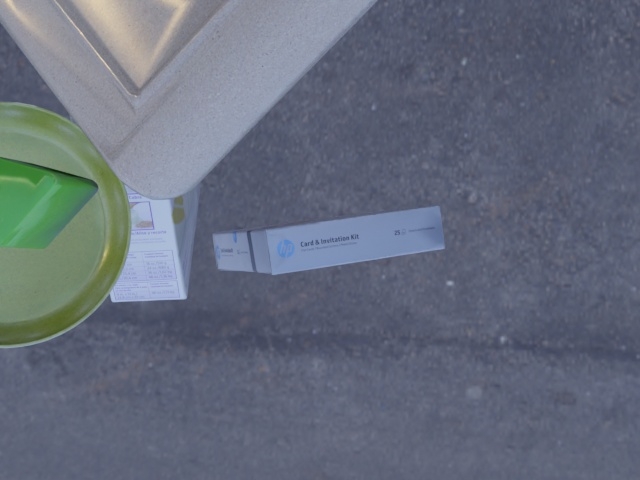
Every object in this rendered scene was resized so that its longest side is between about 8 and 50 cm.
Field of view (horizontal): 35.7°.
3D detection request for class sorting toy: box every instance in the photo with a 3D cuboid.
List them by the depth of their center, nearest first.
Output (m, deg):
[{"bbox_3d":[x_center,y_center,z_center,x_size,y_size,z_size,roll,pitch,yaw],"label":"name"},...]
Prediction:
[{"bbox_3d":[-0.055,-0.143,0.392,0.347,0.196,0.047,-44,165,13],"label":"sorting toy"}]

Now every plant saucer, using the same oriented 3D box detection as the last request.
[{"bbox_3d":[-0.309,-0.015,0.980,0.241,0.241,0.037,22,169,-13],"label":"plant saucer"}]

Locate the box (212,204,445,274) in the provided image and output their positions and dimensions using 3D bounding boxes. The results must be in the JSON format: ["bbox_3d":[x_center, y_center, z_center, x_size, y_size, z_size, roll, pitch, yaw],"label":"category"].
[{"bbox_3d":[0.000,0.000,0.840,0.145,0.038,0.186,-8,-179,-18],"label":"box"}]

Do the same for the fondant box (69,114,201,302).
[{"bbox_3d":[-0.208,-0.126,1.157,0.096,0.238,0.330,-3,131,1],"label":"fondant box"}]
